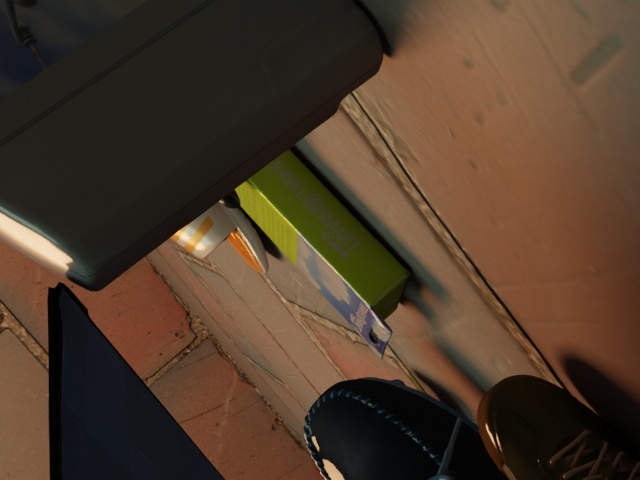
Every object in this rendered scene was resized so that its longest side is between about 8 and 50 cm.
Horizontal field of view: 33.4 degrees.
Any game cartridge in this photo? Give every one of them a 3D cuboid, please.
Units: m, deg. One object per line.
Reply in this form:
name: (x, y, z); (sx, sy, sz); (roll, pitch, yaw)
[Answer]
game cartridge: (-0.141, -0.127, 0.498); (0.297, 0.198, 0.062); (45, 157, 16)

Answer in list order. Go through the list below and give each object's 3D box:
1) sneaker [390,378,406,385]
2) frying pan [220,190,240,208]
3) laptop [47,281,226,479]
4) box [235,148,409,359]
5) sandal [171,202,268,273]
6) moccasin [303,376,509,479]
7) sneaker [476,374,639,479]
sneaker: (0.116, 0.204, 0.961); (0.211, 0.080, 0.081); (53, -164, -30)
frying pan: (-0.181, -0.162, 0.744); (0.197, 0.053, 0.326); (24, -160, -53)
laptop: (0.082, 0.241, 0.462); (0.382, 0.408, 0.236); (-105, 26, -43)
box: (0.000, 0.000, 0.770); (0.178, 0.042, 0.109); (47, 169, 12)
sandal: (-0.157, -0.053, 1.107); (0.265, 0.076, 0.102); (49, 169, 3)
moccasin: (0.105, 0.223, 0.743); (0.342, 0.137, 0.117); (40, -151, 27)
sneaker: (0.167, 0.136, 0.553); (0.192, 0.064, 0.086); (46, 161, 13)
